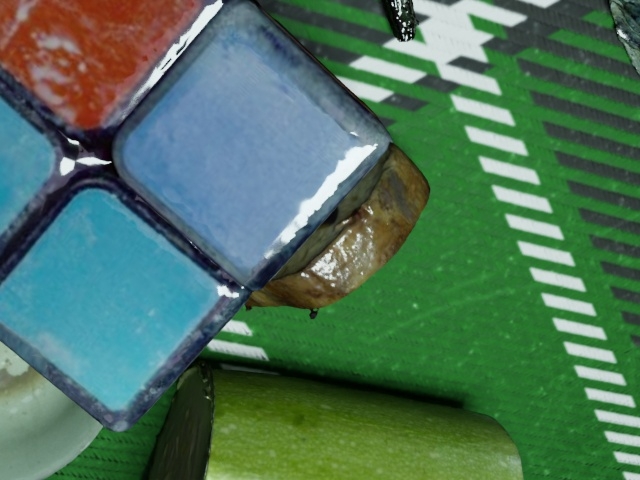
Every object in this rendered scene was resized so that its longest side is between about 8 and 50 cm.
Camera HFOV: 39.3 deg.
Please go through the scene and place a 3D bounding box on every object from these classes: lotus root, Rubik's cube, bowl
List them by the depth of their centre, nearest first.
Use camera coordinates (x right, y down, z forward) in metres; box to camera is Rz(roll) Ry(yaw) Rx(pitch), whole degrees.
[{"bbox_3d":[-0.157,-0.086,0.760,0.318,0.313,0.316,41,99,-7],"label":"Rubik's cube"},{"bbox_3d":[-0.358,0.107,0.932,0.289,0.146,0.289,-5,114,-11],"label":"bowl"},{"bbox_3d":[0.000,0.000,0.954,0.260,0.170,0.074,-38,118,1],"label":"lotus root"}]

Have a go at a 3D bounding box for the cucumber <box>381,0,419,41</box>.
[{"bbox_3d":[0.071,-0.269,0.916,0.033,0.034,0.135,-20,115,3],"label":"cucumber"}]

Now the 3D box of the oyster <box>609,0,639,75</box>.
[{"bbox_3d":[0.409,-0.249,0.980,0.199,0.087,0.252,-21,128,-1],"label":"oyster"}]

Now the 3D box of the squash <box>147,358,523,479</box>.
[{"bbox_3d":[0.007,0.295,1.024,0.384,0.263,0.263,14,110,-16],"label":"squash"}]
